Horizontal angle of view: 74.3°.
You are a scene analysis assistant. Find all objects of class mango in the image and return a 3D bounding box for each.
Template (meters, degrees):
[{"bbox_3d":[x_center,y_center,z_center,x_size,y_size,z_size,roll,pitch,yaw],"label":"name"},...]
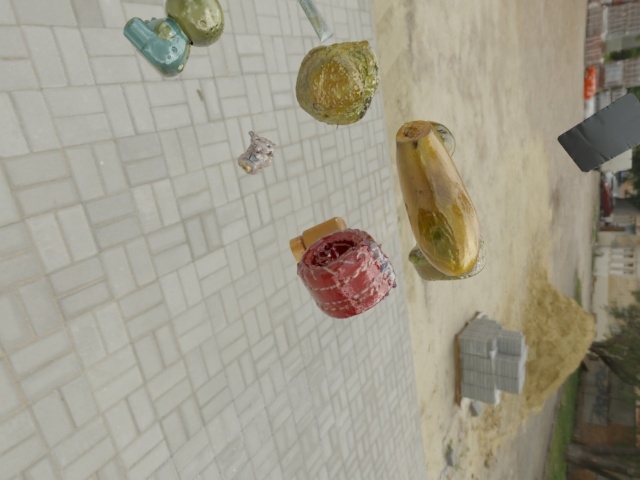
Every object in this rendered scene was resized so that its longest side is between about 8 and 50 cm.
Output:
[{"bbox_3d":[0.257,-0.091,0.937,0.187,0.143,0.360,-15,86,-79],"label":"mango"}]

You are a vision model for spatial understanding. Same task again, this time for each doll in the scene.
[{"bbox_3d":[-0.381,-0.580,1.157,0.260,0.177,0.161,-44,96,-3],"label":"doll"}]

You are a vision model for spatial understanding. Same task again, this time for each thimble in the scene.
[{"bbox_3d":[0.046,0.065,0.861,0.163,0.189,0.125,-41,113,-26],"label":"thimble"}]

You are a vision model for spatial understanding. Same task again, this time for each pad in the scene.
[{"bbox_3d":[0.612,-0.226,0.905,0.112,0.157,0.003,46,40,-10],"label":"pad"}]

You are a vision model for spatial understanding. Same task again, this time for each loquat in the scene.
[{"bbox_3d":[0.416,-0.348,1.644,0.246,0.213,0.214,28,67,-71],"label":"loquat"}]

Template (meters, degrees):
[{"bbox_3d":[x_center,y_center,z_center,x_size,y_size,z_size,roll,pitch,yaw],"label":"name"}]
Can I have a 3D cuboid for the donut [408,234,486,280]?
[{"bbox_3d":[0.452,0.052,1.487,0.208,0.261,0.128,-35,110,-41],"label":"donut"}]

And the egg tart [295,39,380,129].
[{"bbox_3d":[0.059,-0.603,1.674,0.153,0.350,0.340,-64,157,-54],"label":"egg tart"}]

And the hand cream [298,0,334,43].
[{"bbox_3d":[-0.025,-0.767,1.423,0.067,0.042,0.195,-46,111,-24],"label":"hand cream"}]

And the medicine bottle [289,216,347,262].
[{"bbox_3d":[0.000,-0.001,1.626,0.149,0.221,0.112,0,67,-78],"label":"medicine bottle"}]

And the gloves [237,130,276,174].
[{"bbox_3d":[-0.206,-0.285,1.389,0.110,0.094,0.145,24,69,-17],"label":"gloves"}]
